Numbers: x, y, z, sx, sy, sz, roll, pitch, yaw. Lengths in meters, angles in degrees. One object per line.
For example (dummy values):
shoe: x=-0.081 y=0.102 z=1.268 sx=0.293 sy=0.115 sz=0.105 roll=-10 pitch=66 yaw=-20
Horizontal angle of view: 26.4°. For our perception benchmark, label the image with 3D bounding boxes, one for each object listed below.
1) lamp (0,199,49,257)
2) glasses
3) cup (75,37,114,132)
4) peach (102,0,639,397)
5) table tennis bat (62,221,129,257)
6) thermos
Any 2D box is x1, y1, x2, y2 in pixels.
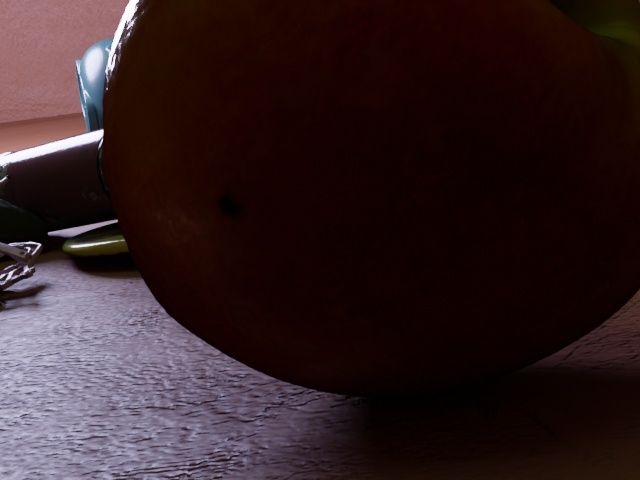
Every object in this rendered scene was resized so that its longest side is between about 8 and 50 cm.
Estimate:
lamp: x=-0.443 y=-0.015 z=1.587 sx=0.250 sy=0.101 sz=0.101 roll=4 pitch=10 yaw=-9
glasses: x=-0.399 y=0.015 z=1.414 sx=0.255 sy=0.095 sz=0.162 roll=-4 pitch=31 yaw=25
cup: x=-0.261 y=-0.224 z=2.263 sx=0.257 sy=0.219 sz=0.290 roll=-10 pitch=41 yaw=-11
peach: x=0.036 y=-0.068 z=0.901 sx=0.388 sy=0.388 sz=0.388 roll=-7 pitch=11 yaw=1
table tennis bat: x=-0.170 y=-0.006 z=1.470 sx=0.224 sy=0.054 sz=0.368 roll=-11 pitch=8 yaw=-7
thermos: x=-0.253 y=-0.064 z=1.601 sx=0.330 sy=0.136 sz=0.109 roll=-9 pitch=33 yaw=42
